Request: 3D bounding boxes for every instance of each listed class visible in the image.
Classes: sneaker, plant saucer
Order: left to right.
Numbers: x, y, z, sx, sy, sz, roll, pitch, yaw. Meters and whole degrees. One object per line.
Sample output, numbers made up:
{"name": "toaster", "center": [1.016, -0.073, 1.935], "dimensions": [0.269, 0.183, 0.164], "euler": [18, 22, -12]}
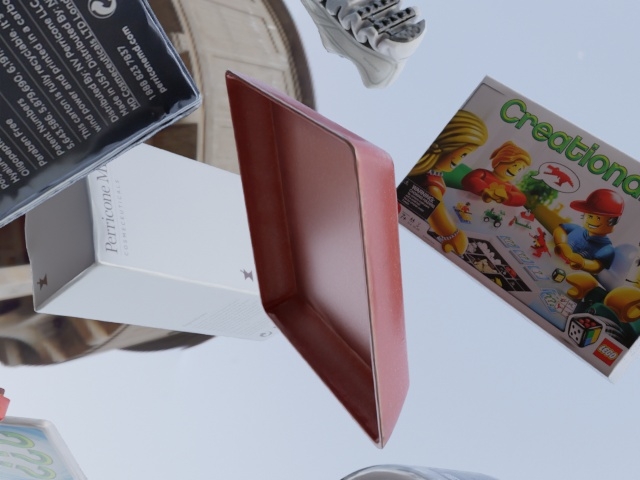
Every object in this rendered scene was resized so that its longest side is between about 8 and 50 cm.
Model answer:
{"name": "plant saucer", "center": [0.000, 0.000, 0.694], "dimensions": [0.259, 0.048, 0.258], "euler": [-138, -144, -56]}
{"name": "sneaker", "center": [0.015, -0.321, 1.110], "dimensions": [0.292, 0.110, 0.118], "euler": [52, -28, 21]}

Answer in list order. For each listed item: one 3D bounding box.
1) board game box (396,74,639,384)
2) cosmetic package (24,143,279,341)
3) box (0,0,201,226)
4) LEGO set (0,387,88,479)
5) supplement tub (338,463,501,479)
{"name": "board game box", "center": [0.234, -0.022, 0.856], "dimensions": [0.305, 0.053, 0.193], "euler": [39, -89, 31]}
{"name": "cosmetic package", "center": [-0.215, 0.007, 1.290], "dimensions": [0.161, 0.453, 0.230], "euler": [-31, -119, 33]}
{"name": "box", "center": [-0.448, -0.221, 0.804], "dimensions": [0.472, 0.297, 0.480], "euler": [-34, -133, -4]}
{"name": "LEGO set", "center": [-0.205, 0.059, 0.312], "dimensions": [0.182, 0.244, 0.060], "euler": [5, -127, 2]}
{"name": "supplement tub", "center": [0.133, 0.344, 0.885], "dimensions": [0.194, 0.316, 0.193], "euler": [-10, -110, 29]}
